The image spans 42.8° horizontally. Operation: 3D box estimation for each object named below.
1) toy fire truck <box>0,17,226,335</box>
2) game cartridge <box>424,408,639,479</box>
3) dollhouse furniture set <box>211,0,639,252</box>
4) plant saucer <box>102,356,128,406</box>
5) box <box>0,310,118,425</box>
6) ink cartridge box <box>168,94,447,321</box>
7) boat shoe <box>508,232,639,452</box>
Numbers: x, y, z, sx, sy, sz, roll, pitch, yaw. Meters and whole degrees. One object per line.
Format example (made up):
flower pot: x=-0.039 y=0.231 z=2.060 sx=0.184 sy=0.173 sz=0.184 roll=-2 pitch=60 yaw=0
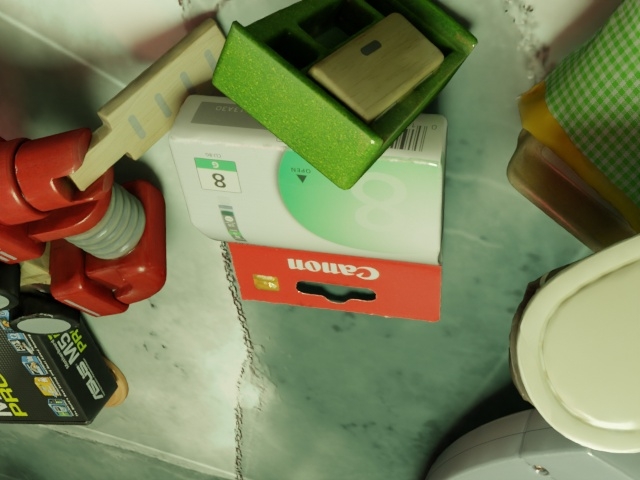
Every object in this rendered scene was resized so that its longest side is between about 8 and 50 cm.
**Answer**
toy fire truck: x=-0.165 y=-0.042 z=0.612 sx=0.246 sy=0.159 sz=0.217 roll=-11 pitch=157 yaw=15
game cartridge: x=0.202 y=0.231 z=0.697 sx=0.196 sy=0.060 sz=0.294 roll=29 pitch=146 yaw=-5
dollhouse furniture set: x=0.130 y=-0.085 z=0.408 sx=0.301 sy=0.151 sz=0.197 roll=39 pitch=133 yaw=6
plant saucer: x=-0.249 y=0.153 z=0.889 sx=0.083 sy=0.013 sz=0.083 roll=12 pitch=130 yaw=15
box: x=-0.356 y=0.070 z=0.826 sx=0.216 sy=0.060 sz=0.270 roll=-5 pitch=121 yaw=26
ink cartridge box: x=0.000 y=0.000 z=0.603 sx=0.181 sy=0.056 sz=0.225 roll=6 pitch=137 yaw=12
boat shoe: x=0.246 y=0.014 z=0.384 sx=0.324 sy=0.097 sz=0.117 roll=-20 pitch=80 yaw=4
